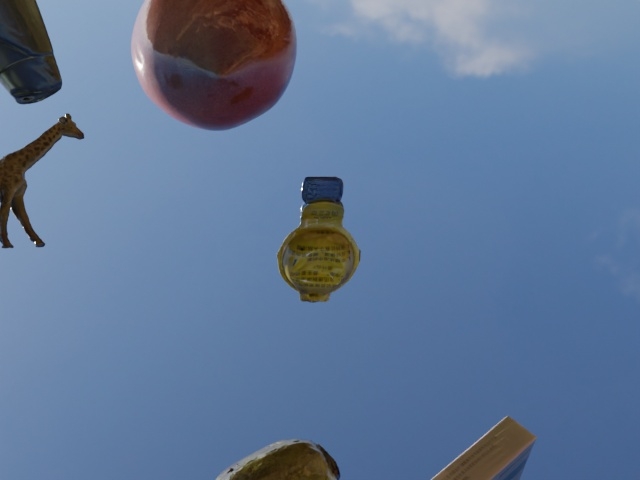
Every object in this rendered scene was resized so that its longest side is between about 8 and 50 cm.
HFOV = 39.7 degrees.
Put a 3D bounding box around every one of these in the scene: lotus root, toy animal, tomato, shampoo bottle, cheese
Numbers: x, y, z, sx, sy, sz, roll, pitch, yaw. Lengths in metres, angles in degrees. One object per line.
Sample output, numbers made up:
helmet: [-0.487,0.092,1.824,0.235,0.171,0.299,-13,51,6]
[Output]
lotus root: [-0.099,0.410,1.374,0.278,0.154,0.154,-24,-139,-6]
toy animal: [-0.506,-0.099,1.492,0.149,0.276,0.054,18,168,0]
tomato: [-0.201,-0.358,1.669,0.321,0.322,0.321,12,-148,-7]
shampoo bottle: [-0.443,-0.336,1.134,0.125,0.350,0.084,-28,-144,-10]
cheese: [0.000,0.000,1.629,0.156,0.250,0.064,1,-156,-9]

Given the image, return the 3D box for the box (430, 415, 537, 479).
box: [0.190,0.432,1.369,0.343,0.200,0.065,-28,-129,-37]
